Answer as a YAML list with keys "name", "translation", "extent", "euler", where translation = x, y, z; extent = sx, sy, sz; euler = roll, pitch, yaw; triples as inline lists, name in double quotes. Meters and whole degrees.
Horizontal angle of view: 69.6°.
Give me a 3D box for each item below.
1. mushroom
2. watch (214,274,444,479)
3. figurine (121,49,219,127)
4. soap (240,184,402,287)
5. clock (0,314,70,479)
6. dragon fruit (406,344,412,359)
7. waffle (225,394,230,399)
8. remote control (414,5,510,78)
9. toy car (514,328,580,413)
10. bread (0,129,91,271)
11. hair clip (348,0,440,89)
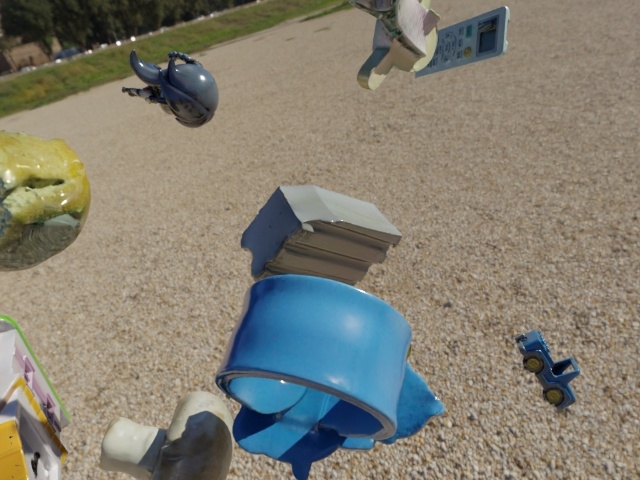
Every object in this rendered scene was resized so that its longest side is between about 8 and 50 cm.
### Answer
- name: "mushroom"
  translation: [-0.274, 0.382, 0.814]
  extent: [0.243, 0.244, 0.243]
  euler: [-13, 27, 7]
- name: "watch"
  translation: [0.025, 0.183, 0.614]
  extent: [0.305, 0.274, 0.241]
  euler: [9, 55, 8]
- name: "figurine"
  translation: [-0.411, -0.423, 1.286]
  extent: [0.265, 0.197, 0.175]
  euler: [32, 30, -1]
- name: "soap"
  translation: [0.000, 0.000, 1.572]
  extent: [0.435, 0.350, 0.213]
  euler: [13, 39, -40]
- name: "clock"
  translation: [-0.408, 0.275, 0.539]
  extent: [0.166, 0.235, 0.309]
  euler: [-20, 33, -21]
- name: "dragon fruit"
  translation: [0.157, 0.309, 1.350]
  extent: [0.224, 0.224, 0.227]
  euler: [20, 76, 50]
- name: "waffle"
  translation: [-0.153, 0.426, 1.478]
  extent: [0.300, 0.058, 0.281]
  euler: [-5, -29, -45]
- name: "remote control"
  translation: [0.328, -0.461, 1.102]
  extent: [0.051, 0.103, 0.293]
  euler: [-2, 8, -28]
- name: "toy car"
  translation: [0.538, 0.293, 1.075]
  extent: [0.100, 0.191, 0.097]
  euler: [-32, -4, 21]
- name: "bread"
  translation: [-0.763, -0.055, 1.141]
  extent: [0.395, 0.264, 0.239]
  euler: [-42, -12, 24]
- name: "hair clip"
  translation: [0.093, -0.252, 0.546]
  extent: [0.071, 0.159, 0.218]
  euler: [23, 12, 23]
